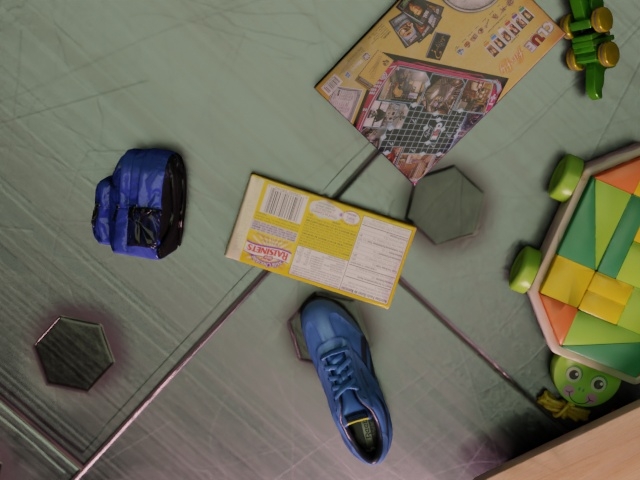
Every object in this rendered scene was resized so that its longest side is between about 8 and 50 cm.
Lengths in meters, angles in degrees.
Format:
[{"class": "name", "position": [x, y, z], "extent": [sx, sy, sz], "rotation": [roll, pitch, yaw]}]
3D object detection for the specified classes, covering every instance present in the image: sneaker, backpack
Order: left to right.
[{"class": "backpack", "position": [-0.206, -0.047, 1.480], "extent": [0.101, 0.098, 0.120], "rotation": [9, 100, 1]}, {"class": "sneaker", "position": [0.034, 0.167, 1.530], "extent": [0.069, 0.082, 0.209], "rotation": [-20, 98, 4]}]

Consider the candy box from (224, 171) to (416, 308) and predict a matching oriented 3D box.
[{"class": "candy box", "position": [0.000, 0.000, 1.527], "extent": [0.206, 0.027, 0.105], "rotation": [18, 101, -4]}]

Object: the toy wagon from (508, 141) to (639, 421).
[{"class": "toy wagon", "position": [0.360, 0.064, 1.523], "extent": [0.267, 0.068, 0.344], "rotation": [22, 98, -4]}]

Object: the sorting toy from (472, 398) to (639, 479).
[{"class": "sorting toy", "position": [0.351, 0.328, 1.546], "extent": [0.257, 0.089, 0.255], "rotation": [-28, 100, 13]}]

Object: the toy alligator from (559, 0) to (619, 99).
[{"class": "toy alligator", "position": [0.309, -0.257, 1.479], "extent": [0.051, 0.056, 0.189], "rotation": [-20, 101, -40]}]

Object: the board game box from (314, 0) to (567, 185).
[{"class": "board game box", "position": [0.135, -0.206, 1.476], "extent": [0.165, 0.042, 0.243], "rotation": [44, 101, -7]}]
